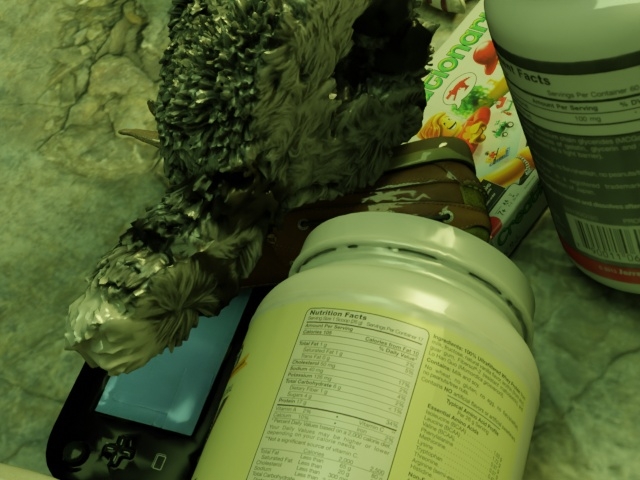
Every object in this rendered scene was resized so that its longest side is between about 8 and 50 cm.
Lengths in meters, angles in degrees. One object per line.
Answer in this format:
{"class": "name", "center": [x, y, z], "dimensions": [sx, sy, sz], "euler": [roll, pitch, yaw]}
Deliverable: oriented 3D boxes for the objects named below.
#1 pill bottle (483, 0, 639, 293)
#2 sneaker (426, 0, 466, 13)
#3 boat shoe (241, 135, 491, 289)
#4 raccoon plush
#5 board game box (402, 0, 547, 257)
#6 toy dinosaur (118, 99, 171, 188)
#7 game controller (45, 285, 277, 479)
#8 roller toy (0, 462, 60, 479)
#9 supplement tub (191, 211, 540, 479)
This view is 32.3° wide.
{"class": "pill bottle", "center": [0.252, -0.150, 0.879], "dimensions": [0.210, 0.363, 0.210], "euler": [-17, 35, 13]}
{"class": "sneaker", "center": [0.189, -0.332, 1.268], "dimensions": [0.084, 0.069, 0.185], "euler": [34, 77, 28]}
{"class": "boat shoe", "center": [0.000, 0.000, 0.994], "dimensions": [0.307, 0.111, 0.104], "euler": [-19, 61, 12]}
{"class": "raccoon plush", "center": [-0.122, -0.141, 0.938], "dimensions": [0.446, 0.216, 0.299], "euler": [-41, 49, -18]}
{"class": "board game box", "center": [0.182, -0.130, 1.117], "dimensions": [0.193, 0.053, 0.305], "euler": [26, 66, 35]}
{"class": "toy dinosaur", "center": [-0.067, -0.141, 1.175], "dimensions": [0.296, 0.127, 0.200], "euler": [-20, 15, 36]}
{"class": "game controller", "center": [-0.131, 0.102, 1.050], "dimensions": [0.166, 0.067, 0.319], "euler": [6, 57, 25]}
{"class": "roller toy", "center": [-0.251, 0.265, 0.885], "dimensions": [0.191, 0.209, 0.146], "euler": [-15, 46, 37]}
{"class": "supplement tub", "center": [0.032, 0.165, 0.827], "dimensions": [0.235, 0.235, 0.324], "euler": [4, 56, 24]}
